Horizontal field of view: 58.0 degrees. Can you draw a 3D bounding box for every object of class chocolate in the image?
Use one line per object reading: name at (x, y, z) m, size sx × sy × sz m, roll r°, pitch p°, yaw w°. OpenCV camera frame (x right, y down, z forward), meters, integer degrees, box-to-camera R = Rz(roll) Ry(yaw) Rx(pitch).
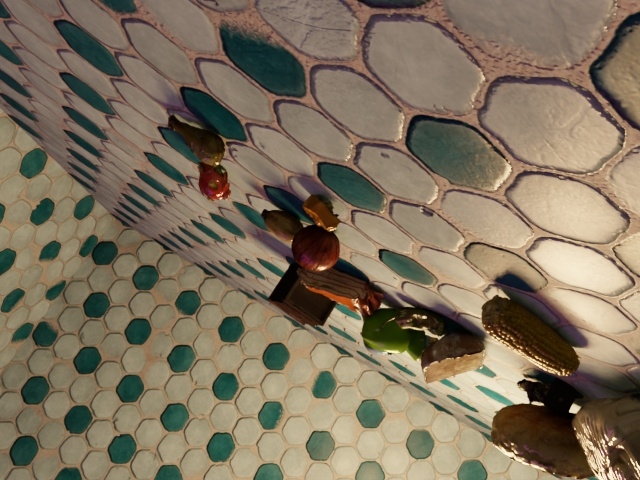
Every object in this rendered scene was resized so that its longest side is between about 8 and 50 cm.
chocolate at (0.381, 0.344, 1.705) m, size 0.303 × 0.185 × 0.100 m, roll 65°, pitch -174°, yaw -62°

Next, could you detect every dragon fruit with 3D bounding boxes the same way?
dragon fruit at (-0.284, -0.160, 1.523) m, size 0.086 × 0.081 × 0.116 m, roll 13°, pitch 127°, yaw 62°

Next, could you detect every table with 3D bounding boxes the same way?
table at (-0.052, 0.189, 1.994) m, size 0.169 × 0.172 × 0.193 m, roll 36°, pitch 165°, yaw -15°

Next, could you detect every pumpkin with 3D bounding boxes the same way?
pumpkin at (0.004, -0.065, 1.303) m, size 0.074 × 0.054 × 0.083 m, roll 50°, pitch 174°, yaw -23°

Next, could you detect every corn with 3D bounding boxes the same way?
corn at (0.447, 0.207, 1.228) m, size 0.260 × 0.091 × 0.091 m, roll 32°, pitch 163°, yaw -18°

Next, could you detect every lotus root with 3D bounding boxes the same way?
lotus root at (-0.092, -0.035, 1.548) m, size 0.152 × 0.072 × 0.063 m, roll 38°, pitch 155°, yaw 4°

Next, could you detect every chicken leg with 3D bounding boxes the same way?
chicken leg at (-0.287, -0.232, 1.332) m, size 0.178 × 0.070 × 0.093 m, roll 34°, pitch 173°, yaw 18°

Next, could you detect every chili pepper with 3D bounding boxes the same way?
chili pepper at (0.269, 0.225, 1.678) m, size 0.204 × 0.073 × 0.072 m, roll 6°, pitch 135°, yaw 35°

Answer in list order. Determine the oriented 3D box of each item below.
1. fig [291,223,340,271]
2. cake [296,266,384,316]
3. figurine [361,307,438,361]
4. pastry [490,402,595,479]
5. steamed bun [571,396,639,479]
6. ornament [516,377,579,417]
fig at (-0.014, 0.007, 1.464) m, size 0.128 × 0.128 × 0.150 m, roll 22°, pitch 136°, yaw 33°
cake at (0.058, 0.151, 1.799) m, size 0.287 × 0.098 × 0.135 m, roll 26°, pitch 164°, yaw 19°
figurine at (0.249, 0.302, 1.825) m, size 0.264 × 0.162 × 0.143 m, roll 19°, pitch 135°, yaw -12°
pastry at (0.633, 0.543, 1.588) m, size 0.330 × 0.136 × 0.329 m, roll 8°, pitch 180°, yaw 0°
steamed bun at (0.723, 0.470, 1.256) m, size 0.324 × 0.220 × 0.309 m, roll 68°, pitch 179°, yaw -59°
ornament at (0.618, 0.433, 1.628) m, size 0.088 × 0.081 × 0.203 m, roll 35°, pitch 165°, yaw -9°
